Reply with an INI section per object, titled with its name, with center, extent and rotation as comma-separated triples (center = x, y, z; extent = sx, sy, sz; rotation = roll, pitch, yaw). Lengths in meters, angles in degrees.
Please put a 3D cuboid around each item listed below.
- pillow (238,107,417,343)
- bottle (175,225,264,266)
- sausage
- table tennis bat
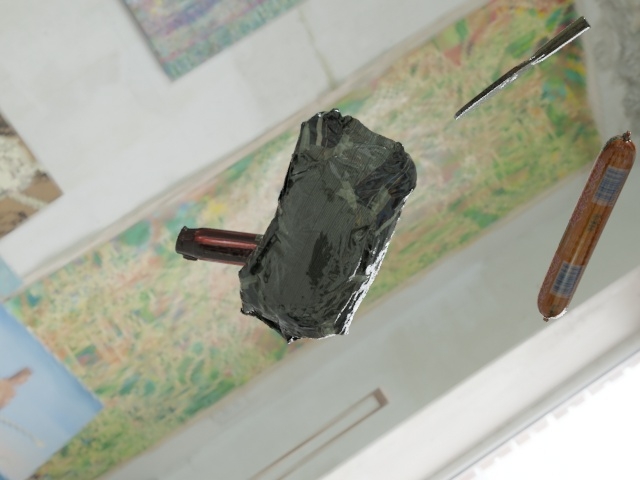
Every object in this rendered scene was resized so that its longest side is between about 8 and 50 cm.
[pillow]
center = 0.000, 0.000, 1.238
extent = 0.162, 0.093, 0.335
rotation = 35, -53, 17
[bottle]
center = -0.149, 0.012, 1.634
extent = 0.060, 0.164, 0.060
rotation = 8, 90, -81
[sausage]
center = 0.391, -0.013, 1.534
extent = 0.053, 0.053, 0.347
rotation = 53, -41, 43
[table tennis bat]
center = 0.292, -0.250, 1.512
extent = 0.022, 0.234, 0.131
rotation = 55, 20, 3
